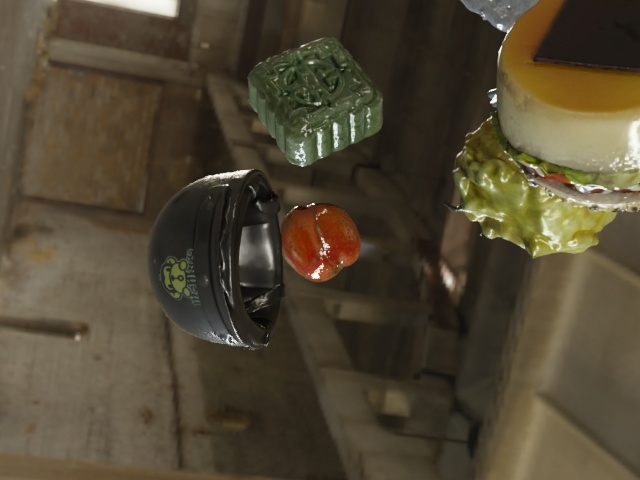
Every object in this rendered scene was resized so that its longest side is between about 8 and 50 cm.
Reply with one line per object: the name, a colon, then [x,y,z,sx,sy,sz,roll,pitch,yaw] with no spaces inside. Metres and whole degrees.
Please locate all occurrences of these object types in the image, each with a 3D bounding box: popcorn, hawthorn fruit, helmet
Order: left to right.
helmet: [-0.143,0.027,1.467,0.279,0.160,0.231,-33,121,-72]
hawthorn fruit: [0.000,0.000,1.676,0.128,0.128,0.128,-171,-90,-78]
popcorn: [0.301,-0.083,1.625,0.249,0.225,0.249,49,-23,28]

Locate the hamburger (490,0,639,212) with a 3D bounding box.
hamburger: [0.333,-0.163,1.278,0.300,0.300,0.176,-93,164,-44]

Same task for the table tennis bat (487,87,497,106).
table tennis bat: [0.362,-0.291,2.187,0.100,0.019,0.155,-45,-170,-9]

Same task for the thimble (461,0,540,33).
thimble: [0.287,-0.441,1.751,0.157,0.245,0.217,-51,162,29]

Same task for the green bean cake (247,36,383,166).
green bean cake: [-0.010,-0.237,1.879,0.185,0.183,0.094,55,-17,29]
